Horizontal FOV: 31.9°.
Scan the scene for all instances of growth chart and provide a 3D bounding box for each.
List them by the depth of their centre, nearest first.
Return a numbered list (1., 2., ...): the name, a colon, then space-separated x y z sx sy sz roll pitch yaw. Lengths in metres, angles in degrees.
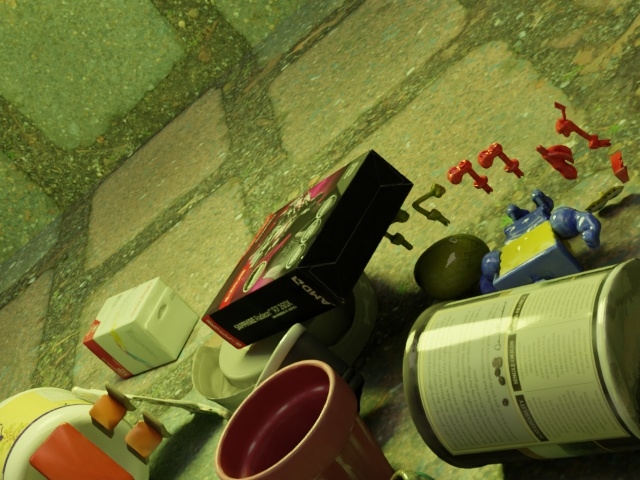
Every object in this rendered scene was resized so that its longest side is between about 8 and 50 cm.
1. growth chart: -0.291 0.274 1.910 0.172 0.237 0.021 -8 72 61

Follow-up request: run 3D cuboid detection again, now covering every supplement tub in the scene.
1. supplement tub: -0.458 0.383 1.931 0.241 0.241 0.331 -52 23 -19

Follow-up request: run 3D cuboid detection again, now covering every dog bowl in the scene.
1. dog bowl: -0.052 0.152 1.859 0.348 0.102 0.349 -35 24 19

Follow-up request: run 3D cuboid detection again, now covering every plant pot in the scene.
1. plant pot: -0.006 0.286 1.460 0.201 0.180 0.201 -35 25 19

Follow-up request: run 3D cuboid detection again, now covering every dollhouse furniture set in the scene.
1. dollhouse furniture set: -0.317 0.377 1.675 0.262 0.259 0.135 -51 -14 -17

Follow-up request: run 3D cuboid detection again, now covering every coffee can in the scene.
1. coffee can: 0.259 0.144 1.254 0.275 0.201 0.202 -17 34 45

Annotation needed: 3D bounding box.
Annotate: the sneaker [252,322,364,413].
1. sneaker: -0.034 0.270 1.635 0.104 0.146 0.296 -41 -19 -54

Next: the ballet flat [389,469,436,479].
1. ballet flat: 0.024 0.409 1.290 0.348 0.123 0.123 -49 24 -12

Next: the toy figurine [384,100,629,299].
1. toy figurine: 0.252 0.012 1.524 0.362 0.191 0.217 -32 30 26

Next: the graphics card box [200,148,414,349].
1. graphics card box: -0.029 0.024 1.701 0.233 0.094 0.371 -57 15 -27

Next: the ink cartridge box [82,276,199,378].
1. ink cartridge box: -0.363 0.178 2.271 0.176 0.127 0.128 -23 30 39
